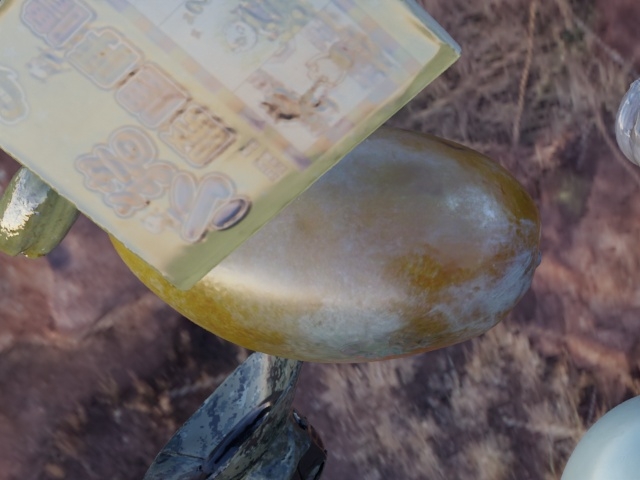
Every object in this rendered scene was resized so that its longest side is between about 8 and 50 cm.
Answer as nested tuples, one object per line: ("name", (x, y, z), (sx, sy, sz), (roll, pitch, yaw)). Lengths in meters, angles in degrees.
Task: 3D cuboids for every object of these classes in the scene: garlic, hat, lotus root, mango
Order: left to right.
("lotus root", (-0.332, -0.050, 1.847), (0.183, 0.090, 0.077), (-55, 43, 37))
("hat", (-0.069, 0.230, 1.644), (0.265, 0.128, 0.265), (-40, 16, 14))
("mango", (0.000, 0.000, 1.312), (0.384, 0.221, 0.199), (8, 66, -3))
("garlic", (0.296, -0.103, 1.353), (0.074, 0.094, 0.113), (-33, 18, 33))

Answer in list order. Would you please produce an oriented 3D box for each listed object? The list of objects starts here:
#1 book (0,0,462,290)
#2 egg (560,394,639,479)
("book", (-0.060, -0.082, 0.716), (0.192, 0.168, 0.013), (-40, 22, 23))
("egg", (0.271, 0.236, 0.982), (0.230, 0.371, 0.230), (-22, 36, 17))
